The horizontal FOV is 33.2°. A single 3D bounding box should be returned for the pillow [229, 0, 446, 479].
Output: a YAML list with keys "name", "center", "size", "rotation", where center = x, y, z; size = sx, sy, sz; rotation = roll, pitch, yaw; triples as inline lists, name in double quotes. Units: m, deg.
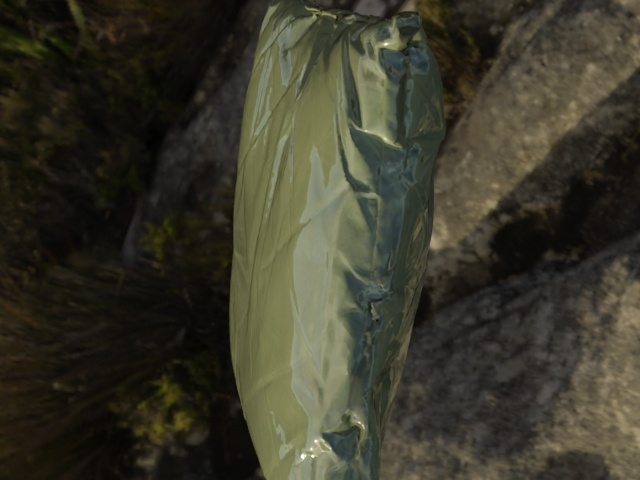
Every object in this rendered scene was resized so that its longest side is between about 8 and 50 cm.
- name: "pillow"
  center: [0.000, 0.002, 0.617]
  size: [0.281, 0.076, 0.274]
  rotation: [-133, 48, -70]
